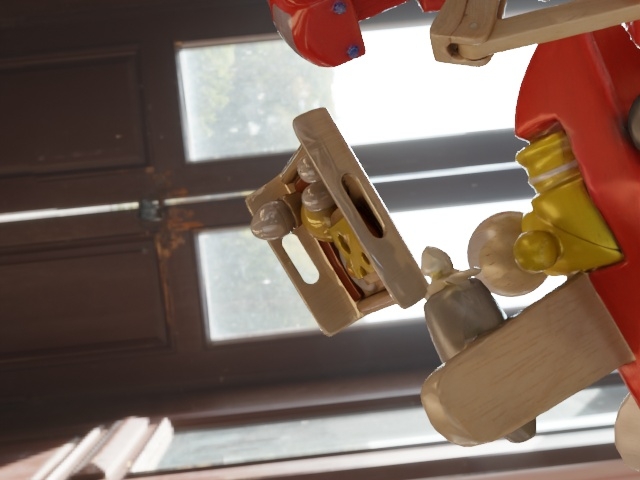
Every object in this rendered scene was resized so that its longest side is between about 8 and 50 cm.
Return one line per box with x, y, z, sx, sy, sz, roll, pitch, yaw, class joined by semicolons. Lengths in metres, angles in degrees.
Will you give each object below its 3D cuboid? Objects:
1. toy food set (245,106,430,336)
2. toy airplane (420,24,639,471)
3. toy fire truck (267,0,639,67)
0.000;0.000;0.911;0.220;0.092;0.306;59;-17;3;toy food set
0.258;0.037;0.718;0.272;0.386;0.385;2;-114;49;toy airplane
0.074;-0.125;0.386;0.047;0.192;0.135;66;3;-49;toy fire truck
